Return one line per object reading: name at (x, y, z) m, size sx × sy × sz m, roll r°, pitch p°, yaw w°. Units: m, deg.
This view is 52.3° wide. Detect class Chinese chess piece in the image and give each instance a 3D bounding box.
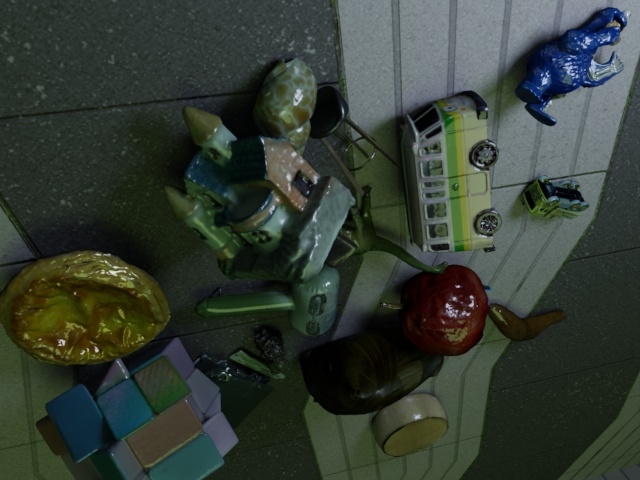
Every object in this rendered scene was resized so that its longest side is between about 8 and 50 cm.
Chinese chess piece at (0.303, 0.622, 2.195) m, size 0.257 × 0.104 × 0.257 m, roll -12°, pitch 138°, yaw -11°

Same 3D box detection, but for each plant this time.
plant at (-0.123, 0.290, 1.696) m, size 0.085 × 0.087 × 0.174 m, roll 2°, pitch 136°, yaw 18°

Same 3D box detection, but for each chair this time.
chair at (0.050, -0.185, 1.242) m, size 0.095 × 0.104 × 0.221 m, roll -56°, pitch 131°, yaw -13°

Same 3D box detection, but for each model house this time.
model house at (-0.152, -0.091, 1.153) m, size 0.267 × 0.194 × 0.325 m, roll -1°, pitch 142°, yaw 44°

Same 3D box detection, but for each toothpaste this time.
toothpaste at (-0.164, 0.338, 1.759) m, size 0.048 × 0.029 × 0.197 m, roll -29°, pitch 136°, yaw 26°

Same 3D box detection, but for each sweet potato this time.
sweet potato at (0.611, 0.252, 1.962) m, size 0.346 × 0.079 × 0.108 m, roll 7°, pitch 118°, yaw -33°

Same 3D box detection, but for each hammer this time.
hammer at (-0.123, 0.140, 1.521) m, size 0.335 × 0.119 × 0.206 m, roll -4°, pitch 135°, yaw -10°

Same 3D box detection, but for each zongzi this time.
zongzi at (0.187, 0.324, 1.656) m, size 0.403 × 0.208 × 0.432 m, roll -13°, pitch 176°, yaw -16°

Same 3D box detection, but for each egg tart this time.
egg tart at (-0.476, 0.123, 1.327) m, size 0.341 × 0.132 × 0.341 m, roll -11°, pitch 137°, yaw -11°

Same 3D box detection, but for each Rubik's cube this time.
Rubik's cube at (-0.401, 0.426, 1.479) m, size 0.387 × 0.368 × 0.358 m, roll -28°, pitch 99°, yaw 14°

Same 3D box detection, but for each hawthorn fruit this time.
hawthorn fruit at (0.280, 0.177, 1.645) m, size 0.265 × 0.230 × 0.210 m, roll 0°, pitch 165°, yaw -3°

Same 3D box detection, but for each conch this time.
conch at (-0.061, -0.233, 1.159) m, size 0.116 × 0.106 × 0.173 m, roll 9°, pitch 118°, yaw -55°

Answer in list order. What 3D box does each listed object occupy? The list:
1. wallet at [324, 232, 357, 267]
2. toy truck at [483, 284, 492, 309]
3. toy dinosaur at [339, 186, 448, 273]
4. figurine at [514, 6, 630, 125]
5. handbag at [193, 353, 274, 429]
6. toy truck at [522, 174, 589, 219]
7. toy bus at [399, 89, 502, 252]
wallet at (0.000, 0.000, 1.376) m, size 0.156 × 0.018 × 0.082 m, roll 33°, pitch 118°, yaw -28°
toy truck at (0.437, 0.151, 1.785) m, size 0.056 × 0.073 × 0.090 m, roll -9°, pitch 138°, yaw -15°
toy dinosaur at (0.070, 0.026, 1.491) m, size 0.446 × 0.087 × 0.301 m, roll -16°, pitch 137°, yaw -1°
figurine at (0.484, -0.352, 1.264) m, size 0.262 × 0.121 × 0.164 m, roll -39°, pitch 145°, yaw -7°
handbag at (-0.287, 0.425, 1.759) m, size 0.260 × 0.079 × 0.247 m, roll -42°, pitch 135°, yaw 21°
toy truck at (0.566, -0.093, 1.589) m, size 0.168 × 0.077 × 0.100 m, roll 4°, pitch 146°, yaw -31°
toy bus at (0.254, -0.131, 1.309) m, size 0.178 × 0.143 × 0.306 m, roll -8°, pitch 116°, yaw 2°
